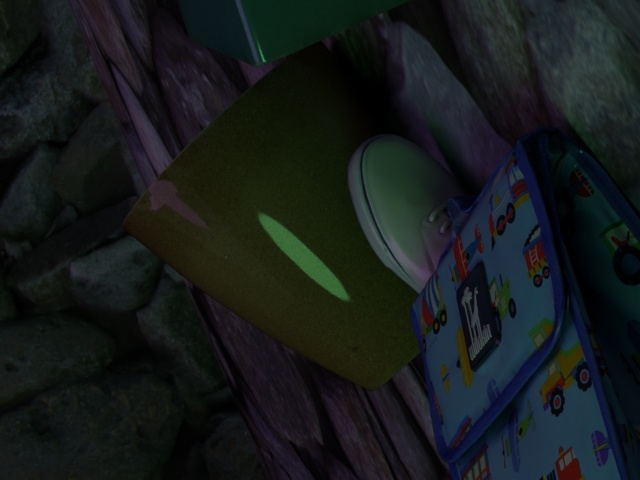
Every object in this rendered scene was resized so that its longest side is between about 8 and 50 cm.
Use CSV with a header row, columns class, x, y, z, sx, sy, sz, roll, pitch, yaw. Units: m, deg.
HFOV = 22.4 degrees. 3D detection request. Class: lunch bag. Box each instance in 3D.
class,x,y,z,sx,sy,sz,roll,pitch,yaw
lunch bag,0.158,0.084,1.056,0.221,0.138,0.293,113,141,-52

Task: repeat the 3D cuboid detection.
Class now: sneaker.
class,x,y,z,sx,sy,sz,roll,pitch,yaw
sneaker,0.118,0.015,1.235,0.258,0.094,0.091,54,151,11

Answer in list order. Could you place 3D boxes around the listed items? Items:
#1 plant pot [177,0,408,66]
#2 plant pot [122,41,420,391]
class,x,y,z,sx,sy,sz,roll,pitch,yaw
plant pot,-0.032,-0.260,1.042,0.166,0.165,0.234,34,148,66
plant pot,0.000,0.000,1.404,0.254,0.237,0.237,47,167,1
